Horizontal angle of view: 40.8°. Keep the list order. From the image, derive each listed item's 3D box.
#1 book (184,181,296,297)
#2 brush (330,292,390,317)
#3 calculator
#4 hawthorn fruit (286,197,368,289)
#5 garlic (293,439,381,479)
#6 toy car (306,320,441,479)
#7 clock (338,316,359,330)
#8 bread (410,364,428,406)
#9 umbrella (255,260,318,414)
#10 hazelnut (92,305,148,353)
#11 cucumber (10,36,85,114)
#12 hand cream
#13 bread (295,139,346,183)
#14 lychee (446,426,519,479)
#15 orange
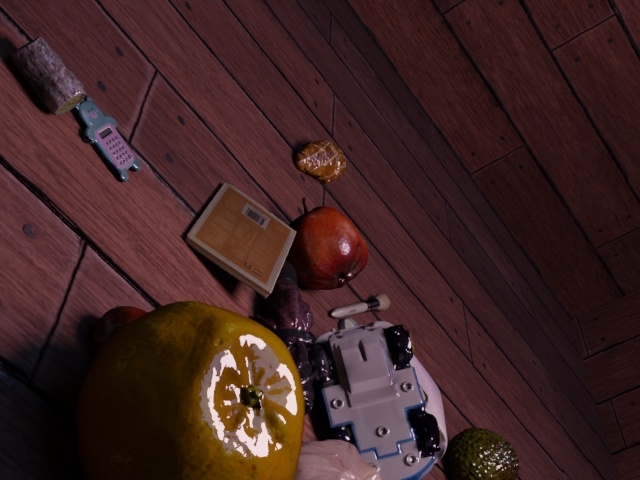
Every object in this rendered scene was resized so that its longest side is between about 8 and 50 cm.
[{"bbox_3d":[-0.133,-0.007,1.517,0.170,0.018,0.242,36,27,-7],"label":"book"},{"bbox_3d":[0.085,0.144,1.876,0.299,0.039,0.042,-2,62,-63],"label":"brush"},{"bbox_3d":[-0.331,-0.158,1.331,0.141,0.019,0.094,56,25,-14],"label":"calculator"},{"bbox_3d":[0.000,0.000,1.696,0.157,0.157,0.194,8,52,-64],"label":"hawthorn fruit"},{"bbox_3d":[0.045,0.379,1.256,0.219,0.212,0.219,52,25,-37],"label":"garlic"},{"bbox_3d":[0.089,0.296,1.522,0.166,0.198,0.314,90,-15,-65],"label":"toy car"},{"bbox_3d":[0.066,0.198,1.781,0.085,0.017,0.085,48,25,-31],"label":"clock"},{"bbox_3d":[0.117,0.264,1.685,0.172,0.064,0.232,24,17,-21],"label":"bread"},{"bbox_3d":[-0.054,0.159,1.464,0.326,0.094,0.090,-95,163,-44],"label":"umbrella"},{"bbox_3d":[-0.249,0.124,1.099,0.086,0.086,0.086,47,25,-31],"label":"hazelnut"},{"bbox_3d":[-0.391,-0.238,1.237,0.112,0.064,0.064,54,22,-9],"label":"cucumber"},{"bbox_3d":[0.199,0.339,1.811,0.185,0.118,0.359,51,16,-10],"label":"hand cream"},{"bbox_3d":[0.012,-0.194,2.064,0.105,0.076,0.233,62,23,6],"label":"bread"},{"bbox_3d":[0.351,0.486,1.896,0.171,0.171,0.171,47,25,-31],"label":"lychee"},{"bbox_3d":[-0.142,0.205,0.991,0.279,0.235,0.279,28,54,-48],"label":"orange"}]
